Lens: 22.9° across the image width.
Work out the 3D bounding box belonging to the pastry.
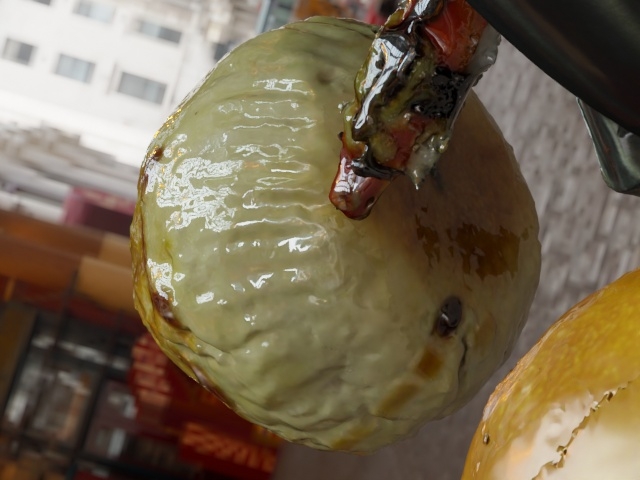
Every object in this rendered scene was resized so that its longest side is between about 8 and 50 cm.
[{"bbox_3d":[0.000,0.000,1.408,0.313,0.388,0.388,-14,51,42],"label":"pastry"}]

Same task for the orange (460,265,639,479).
[{"bbox_3d":[0.169,0.119,0.563,0.246,0.246,0.246,-164,90,-87],"label":"orange"}]

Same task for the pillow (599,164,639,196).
[{"bbox_3d":[0.300,-0.080,1.031,0.093,0.241,0.051,58,-177,-36],"label":"pillow"}]

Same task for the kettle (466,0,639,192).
[{"bbox_3d":[0.205,-0.161,0.844,0.251,0.271,0.207,-47,20,-16],"label":"kettle"}]

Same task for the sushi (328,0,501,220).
[{"bbox_3d":[0.073,-0.117,1.175,0.226,0.103,0.097,-61,26,16],"label":"sushi"}]
